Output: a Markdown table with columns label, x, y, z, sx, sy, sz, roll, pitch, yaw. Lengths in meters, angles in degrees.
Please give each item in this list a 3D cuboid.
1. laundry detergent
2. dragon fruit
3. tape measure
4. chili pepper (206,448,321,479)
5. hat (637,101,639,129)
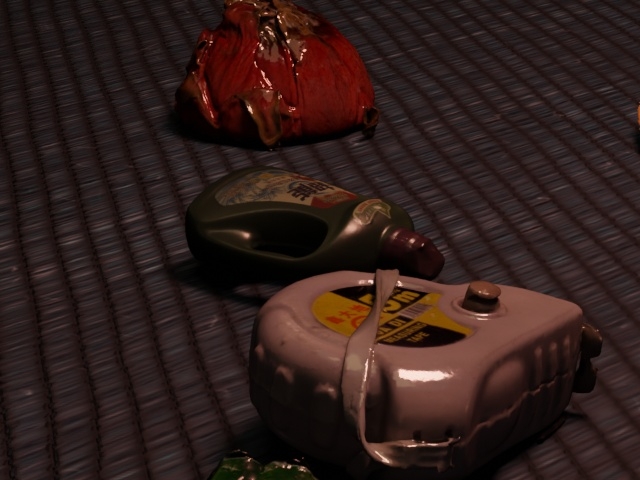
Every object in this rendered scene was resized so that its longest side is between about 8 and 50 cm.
| label | x | y | z | sx | sy | sz | roll | pitch | yaw |
| --- | --- | --- | --- | --- | --- | --- | --- | --- | --- |
| laundry detergent | 0.000 | 0.000 | 1.503 | 0.221 | 0.078 | 0.144 | 19 | 31 | 38 |
| dragon fruit | -0.049 | -0.201 | 1.917 | 0.218 | 0.148 | 0.224 | -6 | 22 | -13 |
| tape measure | 0.051 | 0.086 | 1.209 | 0.197 | 0.120 | 0.236 | 18 | 24 | 30 |
| chili pepper | -0.056 | 0.202 | 1.017 | 0.088 | 0.059 | 0.227 | 8 | 25 | 12 |
| hat | 0.473 | -0.134 | 1.743 | 0.233 | 0.244 | 0.233 | 23 | 50 | -12 |
